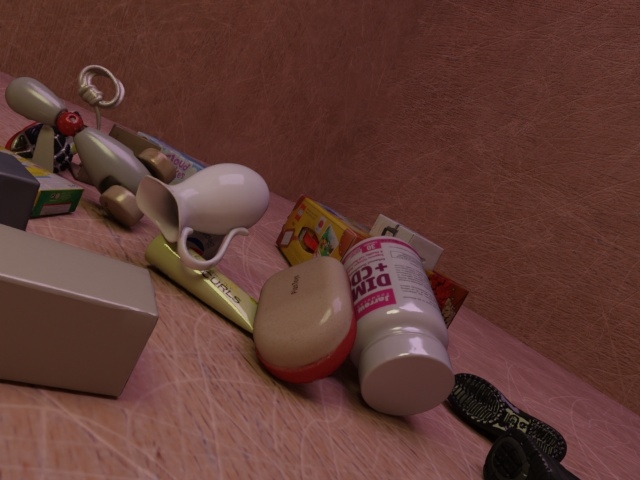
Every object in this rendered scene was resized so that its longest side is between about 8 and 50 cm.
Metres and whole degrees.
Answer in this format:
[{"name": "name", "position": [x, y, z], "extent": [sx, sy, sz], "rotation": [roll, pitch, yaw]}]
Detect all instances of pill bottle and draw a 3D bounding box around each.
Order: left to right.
[{"name": "pill bottle", "position": [0.119, 0.130, 0.747], "extent": [0.160, 0.160, 0.283], "rotation": [26, 28, -18]}]

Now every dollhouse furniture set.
[{"name": "dollhouse furniture set", "position": [-0.507, -0.208, 1.101], "extent": [0.144, 0.151, 0.123], "rotation": [24, 7, -43]}]

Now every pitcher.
[{"name": "pitcher", "position": [-0.177, -0.044, 0.765], "extent": [0.207, 0.125, 0.177], "rotation": [-19, 75, -48]}]

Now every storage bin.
[{"name": "storage bin", "position": [-0.436, -0.064, 0.585], "extent": [0.135, 0.091, 0.098], "rotation": [32, 8, 33]}]

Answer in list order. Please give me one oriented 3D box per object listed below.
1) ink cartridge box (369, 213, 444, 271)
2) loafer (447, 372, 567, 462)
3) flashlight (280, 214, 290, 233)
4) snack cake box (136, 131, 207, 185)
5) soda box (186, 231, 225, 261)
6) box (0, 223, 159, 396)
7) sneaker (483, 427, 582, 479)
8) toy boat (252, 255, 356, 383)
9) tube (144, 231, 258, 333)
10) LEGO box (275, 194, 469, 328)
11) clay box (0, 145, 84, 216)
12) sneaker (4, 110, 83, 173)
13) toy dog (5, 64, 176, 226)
[{"name": "ink cartridge box", "position": [0.204, 0.004, 1.070], "extent": [0.109, 0.063, 0.150], "rotation": [24, 9, -31]}, {"name": "loafer", "position": [0.317, 0.325, 0.797], "extent": [0.220, 0.080, 0.078], "rotation": [33, -24, 42]}, {"name": "flashlight", "position": [0.000, 0.000, 1.736], "extent": [0.304, 0.103, 0.103], "rotation": [26, 6, -12]}, {"name": "snack cake box", "position": [-0.389, -0.157, 1.173], "extent": [0.264, 0.152, 0.089], "rotation": [30, 8, 17]}, {"name": "soda box", "position": [-0.268, -0.027, 0.949], "extent": [0.098, 0.091, 0.286], "rotation": [26, 7, -20]}, {"name": "box", "position": [-0.288, 0.041, 0.372], "extent": [0.275, 0.094, 0.113], "rotation": [24, 8, -31]}, {"name": "sneaker", "position": [0.308, 0.336, 0.520], "extent": [0.130, 0.109, 0.286], "rotation": [33, 8, -7]}, {"name": "toy boat", "position": [-0.010, 0.134, 0.676], "extent": [0.231, 0.151, 0.151], "rotation": [-91, 158, -69]}, {"name": "tube", "position": [-0.175, 0.075, 0.730], "extent": [0.240, 0.062, 0.070], "rotation": [35, 53, 10]}, {"name": "LEGO box", "position": [0.116, 0.070, 1.304], "extent": [0.372, 0.193, 0.500], "rotation": [25, 7, -23]}, {"name": "clay box", "position": [-0.529, -0.114, 0.734], "extent": [0.222, 0.053, 0.127], "rotation": [26, 7, -2]}, {"name": "sneaker", "position": [-0.613, -0.207, 0.981], "extent": [0.118, 0.107, 0.279], "rotation": [-10, 25, 0]}, {"name": "toy dog", "position": [-0.456, -0.165, 0.904], "extent": [0.220, 0.161, 0.333], "rotation": [-33, 90, -40]}]
